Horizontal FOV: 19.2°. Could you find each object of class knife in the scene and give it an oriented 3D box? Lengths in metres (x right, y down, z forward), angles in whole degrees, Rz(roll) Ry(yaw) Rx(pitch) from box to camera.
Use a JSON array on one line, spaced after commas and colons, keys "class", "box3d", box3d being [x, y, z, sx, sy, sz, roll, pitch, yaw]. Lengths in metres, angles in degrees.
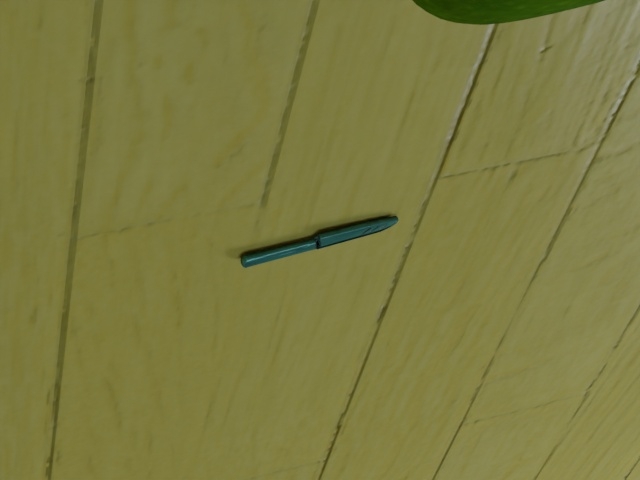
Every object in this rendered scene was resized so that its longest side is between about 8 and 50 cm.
[{"class": "knife", "box3d": [0.000, 0.000, 1.029, 0.091, 0.005, 0.014, -14, 154, -14]}]

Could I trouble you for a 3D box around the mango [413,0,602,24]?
[{"class": "mango", "box3d": [0.156, -0.185, 0.648, 0.343, 0.156, 0.192, -33, 143, 29]}]
